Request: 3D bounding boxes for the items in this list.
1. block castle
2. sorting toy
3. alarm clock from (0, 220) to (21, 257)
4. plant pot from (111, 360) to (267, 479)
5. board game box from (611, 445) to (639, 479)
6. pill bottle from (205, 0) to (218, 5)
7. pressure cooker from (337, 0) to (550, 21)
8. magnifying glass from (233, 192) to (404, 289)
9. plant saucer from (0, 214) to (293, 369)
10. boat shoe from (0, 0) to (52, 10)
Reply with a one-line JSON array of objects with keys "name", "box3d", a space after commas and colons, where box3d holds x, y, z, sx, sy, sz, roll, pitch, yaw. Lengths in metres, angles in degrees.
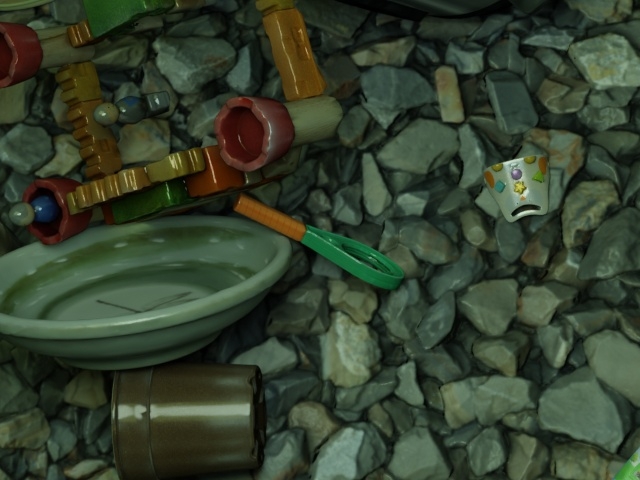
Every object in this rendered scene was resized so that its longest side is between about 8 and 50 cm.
[{"name": "block castle", "box3d": [-0.220, -0.180, 1.898, 0.453, 0.213, 0.303, -17, 90, 41]}, {"name": "sorting toy", "box3d": [0.251, -0.063, 1.968, 0.083, 0.045, 0.075, -15, 84, 8]}, {"name": "alarm clock", "box3d": [-0.466, 0.007, 2.105, 0.129, 0.064, 0.192, 0, 64, 14]}, {"name": "plant pot", "box3d": [-0.153, 0.215, 1.886, 0.165, 0.167, 0.167, -2, 67, 6]}, {"name": "board game box", "box3d": [0.446, 0.258, 1.774, 0.160, 0.039, 0.211, 38, 79, 25]}, {"name": "pill bottle", "box3d": [-0.137, -0.495, 2.170, 0.182, 0.181, 0.323, 27, 75, 23]}, {"name": "pressure cooker", "box3d": [0.141, -0.467, 1.975, 0.376, 0.420, 0.369, 3, 88, 37]}, {"name": "magnifying glass", "box3d": [0.000, 0.000, 1.927, 0.231, 0.092, 0.026, 24, 106, -14]}, {"name": "plant saucer", "box3d": [-0.228, 0.072, 1.902, 0.401, 0.400, 0.100, -2, 108, 14]}, {"name": "boat shoe", "box3d": [-0.366, -0.424, 2.248, 0.285, 0.089, 0.104, -27, 64, 2]}]
